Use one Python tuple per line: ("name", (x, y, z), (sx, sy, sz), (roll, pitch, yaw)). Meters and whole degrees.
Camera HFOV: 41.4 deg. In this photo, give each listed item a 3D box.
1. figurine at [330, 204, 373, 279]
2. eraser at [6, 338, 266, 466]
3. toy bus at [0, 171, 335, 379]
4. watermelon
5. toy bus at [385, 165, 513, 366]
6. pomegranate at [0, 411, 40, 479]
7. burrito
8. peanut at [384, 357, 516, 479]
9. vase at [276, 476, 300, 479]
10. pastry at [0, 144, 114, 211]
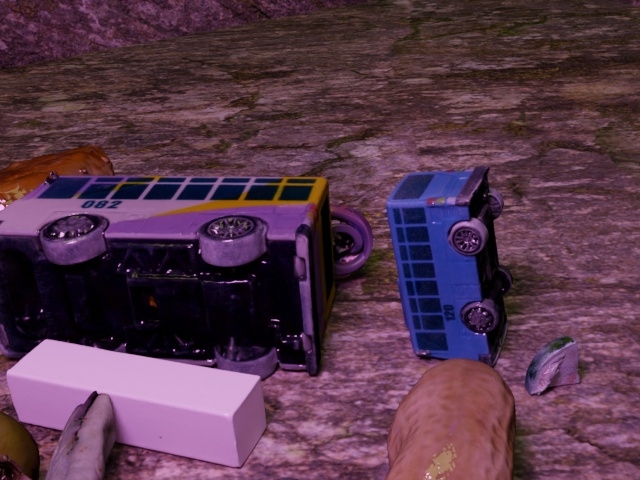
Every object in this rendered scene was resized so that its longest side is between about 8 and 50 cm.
("figurine", (-0.001, 0.009, 1.291), (0.126, 0.114, 0.157), (22, -16, -26))
("eraser", (-0.216, 0.186, 0.990), (0.298, 0.076, 0.078), (6, 28, 20))
("toy bus", (-0.209, 0.031, 1.144), (0.440, 0.209, 0.249), (1, 27, 10))
("watermelon", (0.282, 0.158, 1.016), (0.061, 0.085, 0.085), (33, 36, 7))
("toy bus", (0.163, 0.035, 1.066), (0.134, 0.234, 0.116), (-1, 26, 24))
("pomegranate", (-0.335, 0.231, 0.855), (0.159, 0.129, 0.129), (-11, 23, 24))
("burrito", (-0.243, 0.260, 0.821), (0.066, 0.096, 0.309), (18, 22, -15))
("peanut", (0.124, 0.219, 0.830), (0.137, 0.122, 0.253), (-37, 13, 30))
("vase", (-0.066, 0.301, 0.757), (0.060, 0.059, 0.211), (8, 29, 23))
("pastry", (-0.465, -0.043, 1.384), (0.255, 0.161, 0.311), (-1, 21, 29))
